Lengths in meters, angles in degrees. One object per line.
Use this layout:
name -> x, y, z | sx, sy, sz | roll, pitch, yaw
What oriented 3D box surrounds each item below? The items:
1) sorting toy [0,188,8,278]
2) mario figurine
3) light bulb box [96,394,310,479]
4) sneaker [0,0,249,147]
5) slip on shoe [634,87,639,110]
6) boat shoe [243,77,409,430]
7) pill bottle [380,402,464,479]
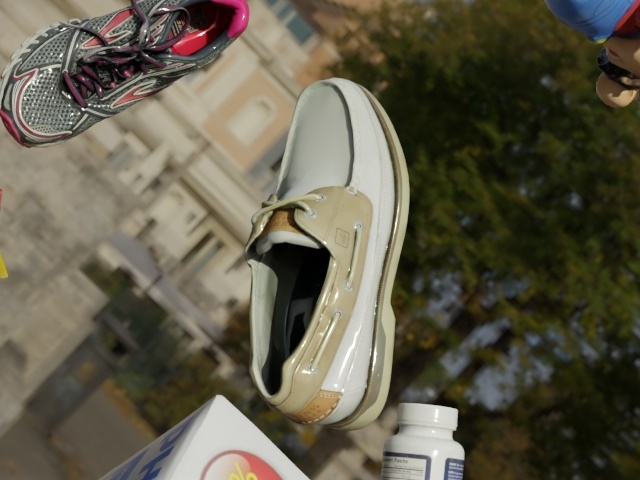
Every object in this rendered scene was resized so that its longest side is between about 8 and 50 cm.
sorting toy -> -0.442, -0.002, 1.422 | 0.275, 0.132, 0.046 | 7, 29, -16
mario figurine -> 0.222, -0.178, 1.172 | 0.320, 0.198, 0.170 | 28, -30, -31
light bulb box -> -0.144, 0.333, 0.764 | 0.225, 0.361, 0.358 | 45, 35, -14
sneaker -> -0.215, -0.203, 1.562 | 0.112, 0.299, 0.121 | 22, -36, 61
slip on shoe -> 0.347, -0.201, 1.453 | 0.331, 0.123, 0.101 | -52, 129, -74
boat shoe -> 0.000, 0.000, 1.187 | 0.113, 0.302, 0.103 | -17, -23, 40
pill bottle -> 0.081, 0.194, 1.170 | 0.067, 0.120, 0.067 | 6, -10, 1
